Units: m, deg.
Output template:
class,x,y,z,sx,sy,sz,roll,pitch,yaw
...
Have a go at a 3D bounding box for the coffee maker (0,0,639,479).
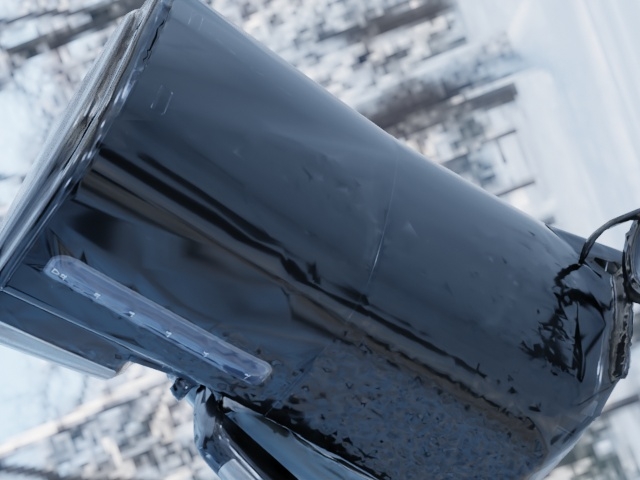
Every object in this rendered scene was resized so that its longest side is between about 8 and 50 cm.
class,x,y,z,sx,sy,sz,roll,pitch,yaw
coffee maker,0.000,0.000,0.507,0.178,0.171,0.120,32,-166,-15
